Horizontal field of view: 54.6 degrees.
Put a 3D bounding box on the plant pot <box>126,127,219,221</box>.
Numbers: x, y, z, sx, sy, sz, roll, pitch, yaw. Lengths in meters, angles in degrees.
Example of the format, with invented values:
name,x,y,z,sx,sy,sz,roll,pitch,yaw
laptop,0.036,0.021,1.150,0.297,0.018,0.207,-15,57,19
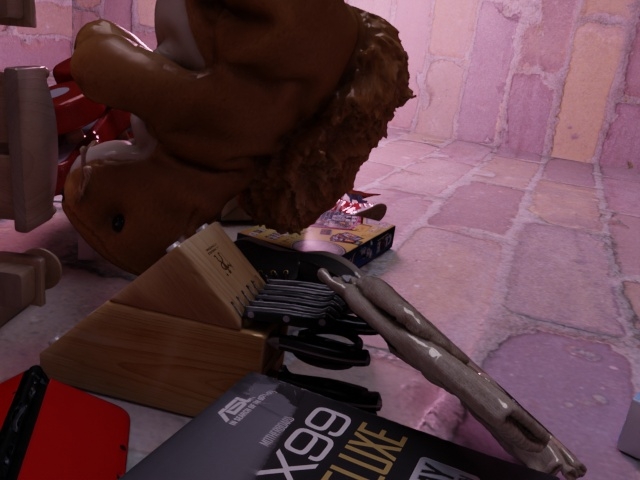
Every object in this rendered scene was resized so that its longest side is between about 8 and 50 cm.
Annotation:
name,x,y,z,sx,sy,sz,roll,pitch,yaw
plant pot,-0.293,-0.127,1.087,0.166,0.188,0.187,-15,26,-20

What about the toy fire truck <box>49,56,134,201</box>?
name,x,y,z,sx,sy,sz,roll,pitch,yaw
toy fire truck,-0.380,-0.136,0.856,0.253,0.169,0.302,-9,34,6

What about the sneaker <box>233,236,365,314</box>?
name,x,y,z,sx,sy,sz,roll,pitch,yaw
sneaker,-0.056,0.062,0.761,0.222,0.083,0.118,11,25,32

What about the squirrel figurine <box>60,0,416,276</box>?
name,x,y,z,sx,sy,sz,roll,pitch,yaw
squirrel figurine,-0.093,-0.118,0.716,0.396,0.371,0.281,18,7,-33

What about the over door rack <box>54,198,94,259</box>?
name,x,y,z,sx,sy,sz,roll,pitch,yaw
over door rack,-0.460,-0.069,0.935,0.239,0.108,0.324,0,20,-19

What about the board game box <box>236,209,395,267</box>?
name,x,y,z,sx,sy,sz,roll,pitch,yaw
board game box,0.000,0.000,1.004,0.165,0.042,0.243,16,20,25

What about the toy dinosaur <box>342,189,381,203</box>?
name,x,y,z,sx,sy,sz,roll,pitch,yaw
toy dinosaur,0.065,-0.100,1.288,0.082,0.090,0.047,50,-1,-40

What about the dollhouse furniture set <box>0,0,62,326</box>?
name,x,y,z,sx,sy,sz,roll,pitch,yaw
dollhouse furniture set,-0.388,-0.081,0.600,0.303,0.356,0.174,7,17,2

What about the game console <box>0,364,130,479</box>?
name,x,y,z,sx,sy,sz,roll,pitch,yaw
game console,-0.220,0.167,0.458,0.124,0.085,0.144,-27,23,-3

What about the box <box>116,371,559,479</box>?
name,x,y,z,sx,sy,sz,roll,pitch,yaw
box,-0.016,0.200,0.334,0.242,0.077,0.307,15,20,22

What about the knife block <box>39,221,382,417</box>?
name,x,y,z,sx,sy,sz,roll,pitch,yaw
knife block,-0.086,0.120,0.576,0.275,0.242,0.088,-35,5,19

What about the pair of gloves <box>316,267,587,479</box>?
name,x,y,z,sx,sy,sz,roll,pitch,yaw
pair of gloves,0.111,0.113,0.506,0.204,0.042,0.240,44,3,42

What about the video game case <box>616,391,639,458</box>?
name,x,y,z,sx,sy,sz,roll,pitch,yaw
video game case,0.457,0.185,0.590,0.244,0.061,0.269,22,23,40

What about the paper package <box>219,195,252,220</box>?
name,x,y,z,sx,sy,sz,roll,pitch,yaw
paper package,-0.136,-0.220,1.194,0.168,0.310,0.325,-1,21,-22

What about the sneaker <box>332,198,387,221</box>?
name,x,y,z,sx,sy,sz,roll,pitch,yaw
sneaker,0.074,-0.059,1.211,0.067,0.042,0.118,25,27,36
